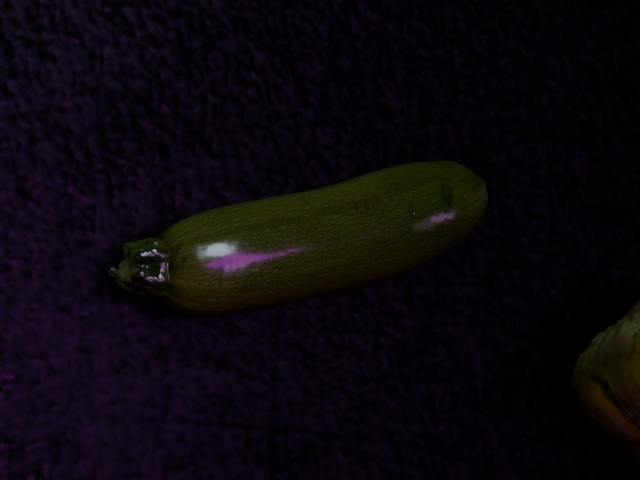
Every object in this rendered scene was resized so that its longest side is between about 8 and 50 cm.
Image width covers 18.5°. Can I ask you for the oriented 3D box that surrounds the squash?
[{"bbox_3d":[0.000,0.000,1.159,0.258,0.069,0.069,-15,91,-31],"label":"squash"}]

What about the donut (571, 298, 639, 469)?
[{"bbox_3d":[0.296,0.125,1.234,0.261,0.208,0.128,49,63,-21],"label":"donut"}]
